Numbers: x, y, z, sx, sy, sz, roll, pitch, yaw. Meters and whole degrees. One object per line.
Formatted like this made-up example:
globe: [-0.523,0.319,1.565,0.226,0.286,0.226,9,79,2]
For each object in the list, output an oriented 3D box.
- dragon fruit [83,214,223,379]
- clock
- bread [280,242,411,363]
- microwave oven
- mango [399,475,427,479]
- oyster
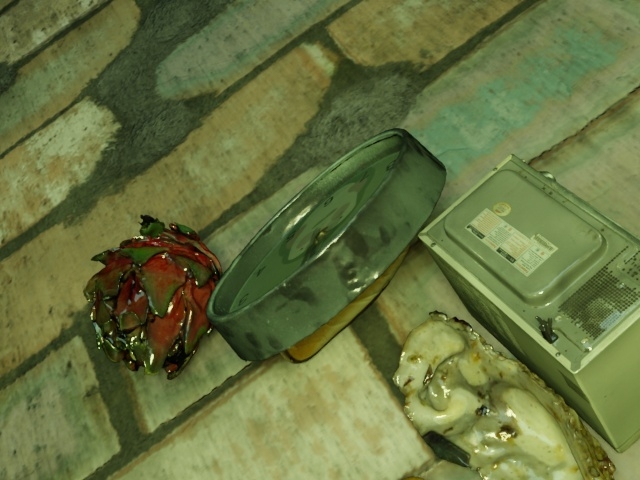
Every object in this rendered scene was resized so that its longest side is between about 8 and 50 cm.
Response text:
dragon fruit: [-0.205,0.073,1.179,0.182,0.182,0.188,16,50,39]
clock: [0.001,0.000,1.078,0.319,0.066,0.319,-40,15,13]
bread: [0.026,0.056,1.124,0.214,0.073,0.053,-47,27,-7]
microwave oven: [0.235,0.049,0.921,0.145,0.194,0.240,-38,42,-5]
mango: [0.020,0.321,0.878,0.262,0.109,0.157,-44,41,-11]
oyster: [0.189,0.194,0.917,0.128,0.078,0.345,-56,46,9]
